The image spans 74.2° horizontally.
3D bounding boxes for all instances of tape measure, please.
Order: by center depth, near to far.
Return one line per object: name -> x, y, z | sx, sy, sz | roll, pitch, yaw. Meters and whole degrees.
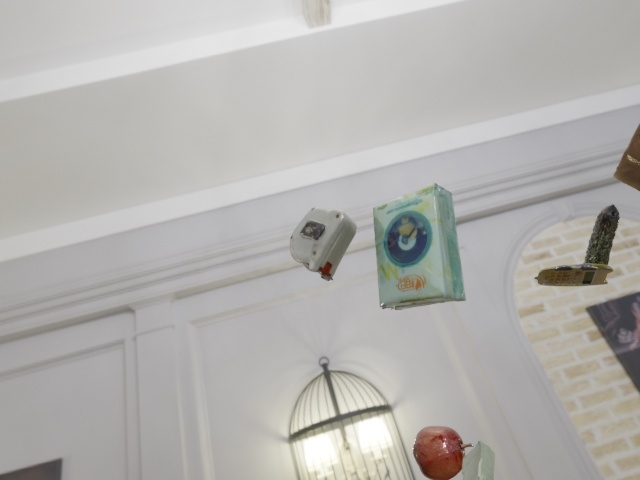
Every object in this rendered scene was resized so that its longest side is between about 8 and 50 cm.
tape measure -> 0.000, 0.000, 1.628 | 0.130, 0.265, 0.258 | 39, -105, -43

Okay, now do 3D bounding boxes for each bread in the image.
bread -> 1.173, -0.339, 1.480 | 0.077, 0.138, 0.361 | -28, -39, -14

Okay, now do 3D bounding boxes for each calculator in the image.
calculator -> 0.891, 0.124, 1.504 | 0.236, 0.033, 0.157 | -5, -29, 21

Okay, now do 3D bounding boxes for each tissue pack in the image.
tissue pack -> 0.334, 0.034, 1.484 | 0.162, 0.388, 0.287 | 13, -22, -41

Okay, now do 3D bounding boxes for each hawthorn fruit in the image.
hawthorn fruit -> 0.458, 0.778, 1.558 | 0.225, 0.196, 0.196 | -34, -34, 30

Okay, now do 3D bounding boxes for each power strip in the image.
power strip -> 0.371, 0.595, 1.002 | 0.080, 0.048, 0.286 | -57, -11, 23

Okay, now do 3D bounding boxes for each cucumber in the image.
cucumber -> 1.193, 0.012, 1.791 | 0.096, 0.096, 0.359 | -13, -56, -7
